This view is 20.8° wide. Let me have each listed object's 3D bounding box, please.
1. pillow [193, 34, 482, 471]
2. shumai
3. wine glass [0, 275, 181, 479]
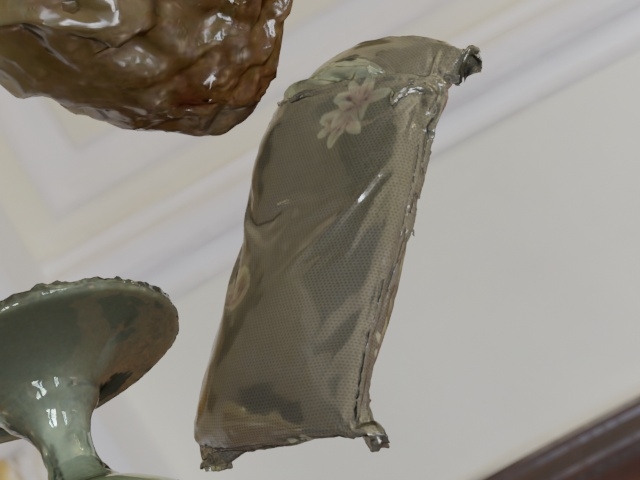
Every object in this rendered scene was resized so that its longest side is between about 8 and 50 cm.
[{"bbox_3d":[0.000,0.000,0.962,0.169,0.059,0.255,-8,60,47],"label":"pillow"},{"bbox_3d":[-0.173,-0.181,0.798,0.283,0.346,0.217,-26,-6,-43],"label":"shumai"},{"bbox_3d":[-0.049,0.132,0.529,0.103,0.231,0.103,-22,-25,-11],"label":"wine glass"}]
